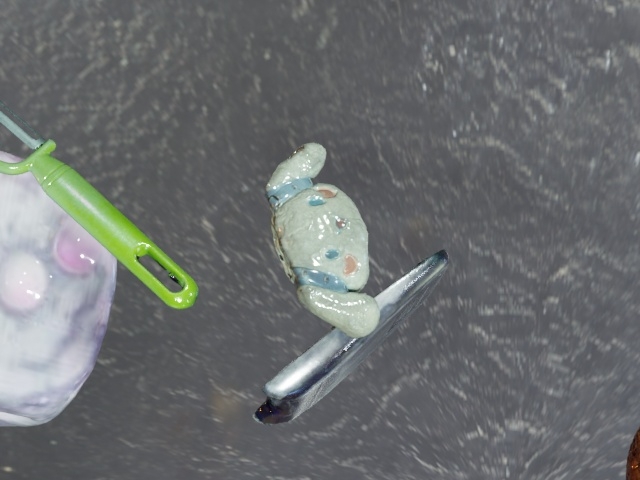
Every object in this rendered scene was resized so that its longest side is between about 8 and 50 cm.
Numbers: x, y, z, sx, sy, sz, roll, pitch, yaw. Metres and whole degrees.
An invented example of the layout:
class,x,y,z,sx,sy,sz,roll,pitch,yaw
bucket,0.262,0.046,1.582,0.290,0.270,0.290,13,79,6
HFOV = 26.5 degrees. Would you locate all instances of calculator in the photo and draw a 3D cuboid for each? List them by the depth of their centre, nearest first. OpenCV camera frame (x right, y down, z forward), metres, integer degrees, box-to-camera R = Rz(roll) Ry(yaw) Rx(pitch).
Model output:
class,x,y,z,sx,sy,sz,roll,pitch,yaw
calculator,0.040,0.100,1.454,0.268,0.177,0.040,-41,80,-18

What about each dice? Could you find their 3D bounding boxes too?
class,x,y,z,sx,sy,sz,roll,pitch,yaw
dice,-0.413,0.054,1.532,0.270,0.270,0.271,-9,66,44

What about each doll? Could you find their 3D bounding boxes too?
class,x,y,z,sx,sy,sz,roll,pitch,yaw
doll,0.000,0.000,1.373,0.103,0.071,0.214,-4,67,-28

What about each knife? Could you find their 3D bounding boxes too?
class,x,y,z,sx,sy,sz,roll,pitch,yaw
knife,-0.165,-0.023,0.879,0.212,0.015,0.054,41,62,9

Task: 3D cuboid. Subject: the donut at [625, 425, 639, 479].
class,x,y,z,sx,sy,sz,roll,pitch,yaw
donut,0.349,0.291,1.265,0.112,0.151,0.295,-7,62,-37
